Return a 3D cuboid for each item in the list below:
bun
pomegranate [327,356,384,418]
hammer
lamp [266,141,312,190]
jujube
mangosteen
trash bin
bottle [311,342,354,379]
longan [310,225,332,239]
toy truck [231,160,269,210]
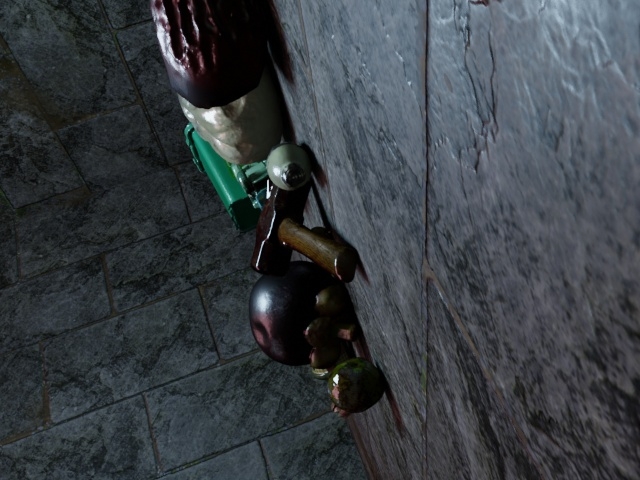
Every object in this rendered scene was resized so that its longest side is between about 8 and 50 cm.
[{"bbox_3d":[-0.240,-0.353,1.761,0.360,0.211,0.360,57,164,27],"label":"bun"},{"bbox_3d":[0.067,0.339,1.636,0.125,0.163,0.138,55,-144,-1],"label":"pomegranate"},{"bbox_3d":[-0.034,-0.002,1.536,0.409,0.095,0.243,29,105,62],"label":"hammer"},{"bbox_3d":[-0.071,-0.166,1.561,0.250,0.101,0.101,-118,10,-69],"label":"lamp"},{"bbox_3d":[-0.234,-0.464,1.459,0.258,0.258,0.377,-131,36,-73],"label":"jujube"},{"bbox_3d":[-0.030,0.194,1.793,0.302,0.275,0.275,15,134,37],"label":"mangosteen"},{"bbox_3d":[-0.264,-0.230,2.329,0.295,0.259,0.381,82,164,-60],"label":"trash bin"},{"bbox_3d":[-0.001,0.260,2.066,0.156,0.143,0.271,-3,111,57],"label":"bottle"},{"bbox_3d":[0.000,0.000,1.650,0.083,0.075,0.075,-47,51,34],"label":"longan"},{"bbox_3d":[-0.142,-0.166,1.958,0.156,0.155,0.279,63,176,-20],"label":"toy truck"}]
